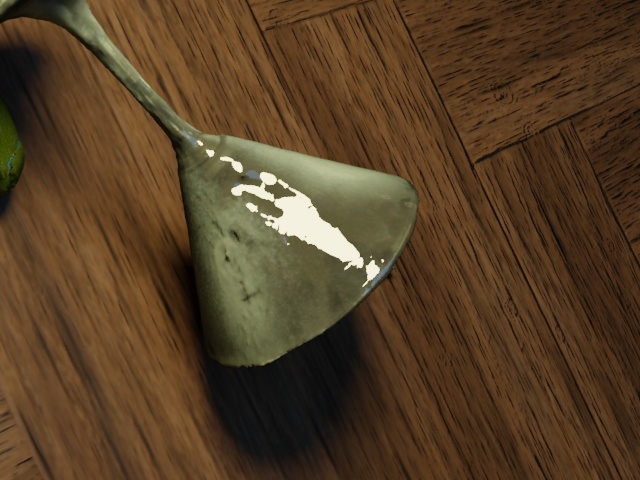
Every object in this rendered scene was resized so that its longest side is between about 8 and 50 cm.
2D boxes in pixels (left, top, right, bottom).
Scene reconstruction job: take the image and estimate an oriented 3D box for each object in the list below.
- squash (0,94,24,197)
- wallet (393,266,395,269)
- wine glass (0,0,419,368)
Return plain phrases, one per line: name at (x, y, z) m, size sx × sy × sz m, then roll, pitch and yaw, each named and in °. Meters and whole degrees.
squash at (-0.373, -0.185, 1.100) m, size 0.087 × 0.087 × 0.331 m, roll -37°, pitch 96°, yaw -43°
wallet at (0.000, 0.000, 1.381) m, size 0.196 × 0.020 × 0.103 m, roll -10°, pitch 78°, yaw -41°
wine glass at (-0.132, -0.100, 1.113) m, size 0.406 × 0.267 × 0.267 m, roll 46°, pitch 49°, yaw -24°
